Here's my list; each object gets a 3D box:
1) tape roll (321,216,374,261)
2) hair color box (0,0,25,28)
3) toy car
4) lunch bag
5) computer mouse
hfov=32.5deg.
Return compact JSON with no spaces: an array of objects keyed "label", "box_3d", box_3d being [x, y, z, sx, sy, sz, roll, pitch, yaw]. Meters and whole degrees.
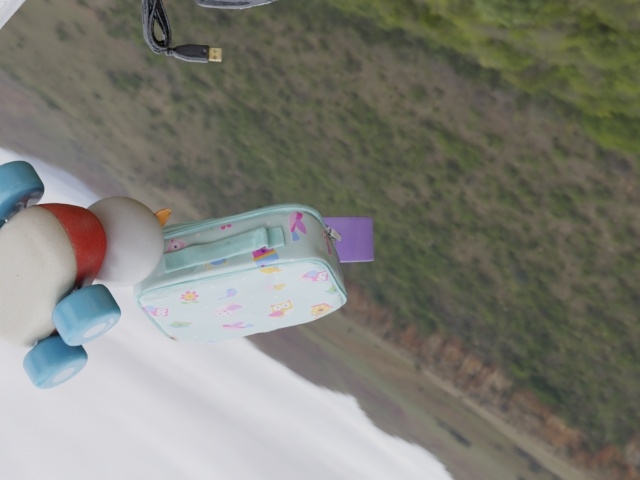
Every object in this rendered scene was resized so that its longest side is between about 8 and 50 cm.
[{"label":"tape roll","box_3d":[0.000,0.000,1.945,0.189,0.080,0.189,-1,180,0]},{"label":"hair color box","box_3d":[-0.341,-0.158,0.780,0.347,0.174,0.105,-24,88,51]},{"label":"toy car","box_3d":[-0.280,0.023,1.339,0.238,0.210,0.219,-20,-111,-44]},{"label":"lunch bag","box_3d":[-0.106,0.041,1.479,0.279,0.107,0.224,-13,152,7]},{"label":"computer mouse","box_3d":[-0.123,-0.324,1.483,0.262,0.184,0.060,-4,-149,-8]}]
